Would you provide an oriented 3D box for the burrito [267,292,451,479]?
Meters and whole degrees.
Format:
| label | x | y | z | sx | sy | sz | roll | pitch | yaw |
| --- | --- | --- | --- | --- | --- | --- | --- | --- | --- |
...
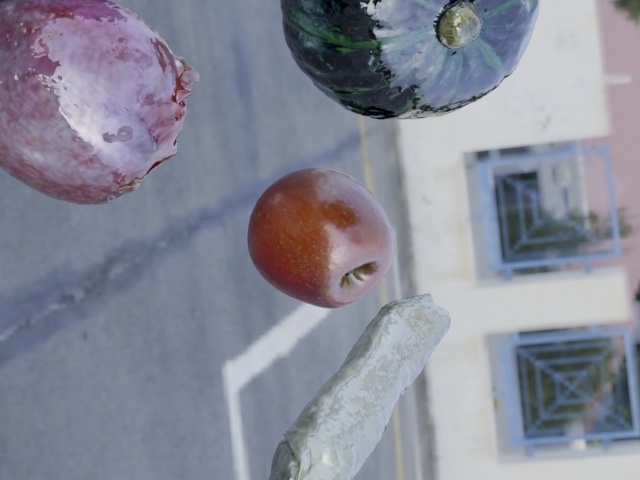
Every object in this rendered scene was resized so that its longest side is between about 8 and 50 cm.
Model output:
| label | x | y | z | sx | sy | sz | roll | pitch | yaw |
| --- | --- | --- | --- | --- | --- | --- | --- | --- | --- |
| burrito | 0.027 | 0.121 | 1.078 | 0.275 | 0.059 | 0.082 | -49 | 173 | -49 |

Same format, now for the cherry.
| label | x | y | z | sx | sy | sz | roll | pitch | yaw |
| --- | --- | --- | --- | --- | --- | --- | --- | --- | --- |
| cherry | -0.244 | -0.136 | 1.335 | 0.192 | 0.250 | 0.175 | -43 | -153 | 55 |

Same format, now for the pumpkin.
| label | x | y | z | sx | sy | sz | roll | pitch | yaw |
| --- | --- | --- | --- | --- | --- | --- | --- | --- | --- |
| pumpkin | 0.106 | -0.271 | 1.608 | 0.238 | 0.315 | 0.315 | 51 | -17 | 46 |

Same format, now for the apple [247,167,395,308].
| label | x | y | z | sx | sy | sz | roll | pitch | yaw |
| --- | --- | --- | --- | --- | --- | --- | --- | --- | --- |
| apple | 0.000 | 0.000 | 1.857 | 0.168 | 0.181 | 0.181 | 50 | -7 | 29 |
